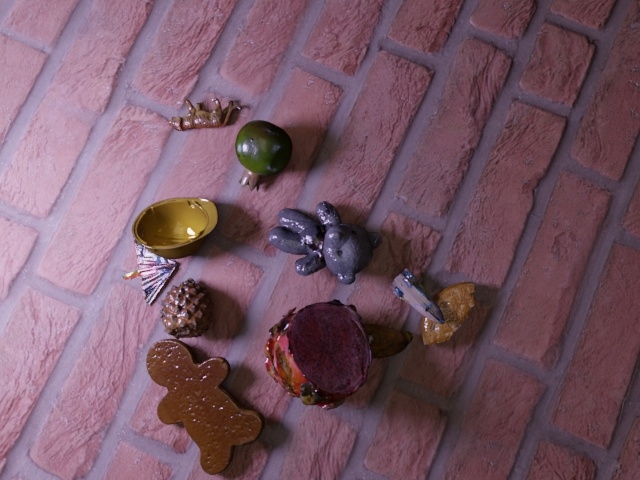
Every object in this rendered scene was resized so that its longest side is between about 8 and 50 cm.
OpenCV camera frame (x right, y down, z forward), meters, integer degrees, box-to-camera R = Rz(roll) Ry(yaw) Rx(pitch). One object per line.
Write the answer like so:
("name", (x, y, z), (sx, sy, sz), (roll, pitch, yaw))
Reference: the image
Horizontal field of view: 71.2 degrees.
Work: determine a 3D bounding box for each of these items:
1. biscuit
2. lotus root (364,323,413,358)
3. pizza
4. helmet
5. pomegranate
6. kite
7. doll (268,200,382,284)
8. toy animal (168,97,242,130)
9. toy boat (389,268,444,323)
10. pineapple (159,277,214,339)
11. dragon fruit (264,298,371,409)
("biscuit", (-0.369, 0.479, 1.381), (0.283, 0.064, 0.432), (-43, 84, 5))
("lotus root", (0.200, 0.311, 1.384), (0.191, 0.094, 0.108), (3, 119, -4))
("pizza", (0.397, 0.226, 1.404), (0.127, 0.058, 0.246), (28, 86, 6))
("helmet", (-0.439, -0.019, 1.395), (0.257, 0.140, 0.205), (-10, 52, -10))
("pomegranate", (-0.190, -0.264, 1.411), (0.187, 0.187, 0.225), (26, 113, 3))
("kite", (-0.554, 0.086, 1.447), (0.184, 0.014, 0.241), (-18, 85, 1))
("doll", (0.002, -0.001, 1.379), (0.341, 0.158, 0.245), (26, 73, 5))
("toy animal", (-0.380, -0.413, 1.477), (0.242, 0.057, 0.099), (-2, 91, -2))
("toy boat", (0.303, 0.181, 1.382), (0.210, 0.066, 0.084), (46, 109, 20))
("pineapple", (-0.410, 0.200, 1.371), (0.166, 0.166, 0.193), (-4, 56, 0))
("dragon fruit", (-0.021, 0.351, 1.313), (0.314, 0.263, 0.296), (-8, 63, -39))
